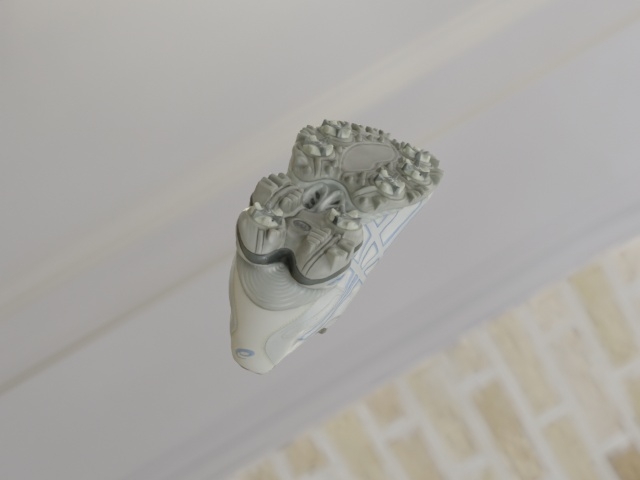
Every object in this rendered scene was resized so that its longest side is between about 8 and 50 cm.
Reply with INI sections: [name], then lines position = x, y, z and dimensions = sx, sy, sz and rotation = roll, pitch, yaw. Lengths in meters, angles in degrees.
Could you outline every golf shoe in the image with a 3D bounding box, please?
[golf shoe]
position = 0.000, 0.000, 0.804
dimensions = 0.069, 0.086, 0.176
rotation = 28, 30, 14
